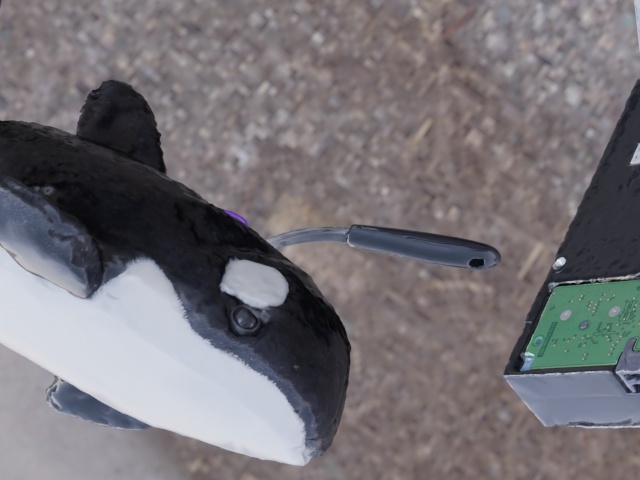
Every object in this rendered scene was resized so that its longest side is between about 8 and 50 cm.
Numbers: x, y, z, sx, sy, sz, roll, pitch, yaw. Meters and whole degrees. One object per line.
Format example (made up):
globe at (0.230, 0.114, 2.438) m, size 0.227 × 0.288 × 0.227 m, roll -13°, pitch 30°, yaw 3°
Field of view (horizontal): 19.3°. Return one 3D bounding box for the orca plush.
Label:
orca plush at (-0.102, -0.011, 0.718) m, size 0.287 × 0.102 × 0.151 m, roll 13°, pitch 147°, yaw 36°

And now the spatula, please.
spatula at (0.000, 0.000, 1.540) m, size 0.296 × 0.030 × 0.084 m, roll 3°, pitch 142°, yaw 2°

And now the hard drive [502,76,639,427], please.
hard drive at (0.279, -0.031, 1.199) m, size 0.237 × 0.339 × 0.064 m, roll -8°, pitch 133°, yaw 44°

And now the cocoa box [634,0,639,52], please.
cocoa box at (0.306, -0.193, 0.813) m, size 0.347 × 0.231 × 0.228 m, roll -7°, pitch 97°, yaw 7°
